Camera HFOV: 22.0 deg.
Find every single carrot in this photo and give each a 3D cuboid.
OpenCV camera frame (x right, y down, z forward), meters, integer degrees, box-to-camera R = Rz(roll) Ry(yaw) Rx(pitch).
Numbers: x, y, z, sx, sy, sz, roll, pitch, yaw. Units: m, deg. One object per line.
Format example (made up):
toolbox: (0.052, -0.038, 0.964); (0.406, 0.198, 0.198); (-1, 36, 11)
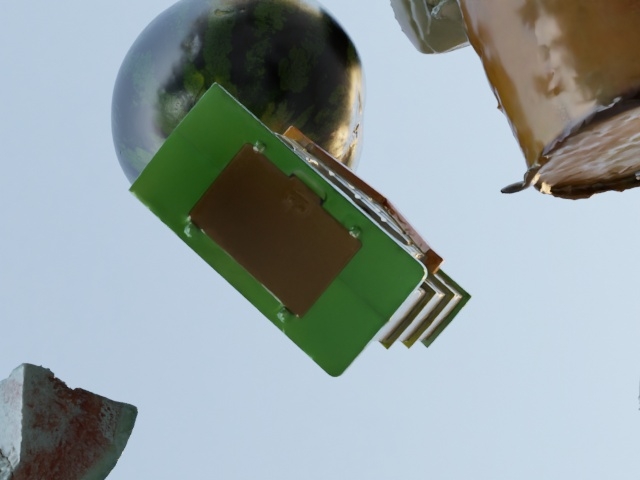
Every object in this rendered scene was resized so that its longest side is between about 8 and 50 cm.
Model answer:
carrot: (0.181, -0.218, 1.087); (0.224, 0.224, 0.341); (2, -113, -45)

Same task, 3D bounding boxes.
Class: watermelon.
watermelon: (-0.125, 0.082, 0.694); (0.085, 0.085, 0.061); (-30, -57, -43)
watermelon: (-0.078, -0.122, 1.629); (0.269, 0.269, 0.269); (7, -100, -45)

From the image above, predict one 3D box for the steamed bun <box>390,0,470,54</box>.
steamed bun: (0.177, -0.285, 1.696); (0.153, 0.238, 0.170); (-82, -29, -62)

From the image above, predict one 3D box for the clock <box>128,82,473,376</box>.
clock: (0.000, 0.000, 1.326); (0.106, 0.220, 0.255); (-50, -15, 7)

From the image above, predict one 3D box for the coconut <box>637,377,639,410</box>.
coconut: (0.234, 0.062, 0.816); (0.162, 0.161, 0.161); (32, -120, -11)
